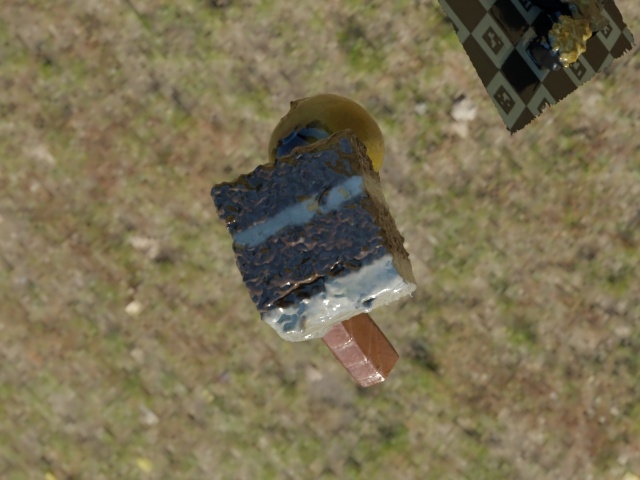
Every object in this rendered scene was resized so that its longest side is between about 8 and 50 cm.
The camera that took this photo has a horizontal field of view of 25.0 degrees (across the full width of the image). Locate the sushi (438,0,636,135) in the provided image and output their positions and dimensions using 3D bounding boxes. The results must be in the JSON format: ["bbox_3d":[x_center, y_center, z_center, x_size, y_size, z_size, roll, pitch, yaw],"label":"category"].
[{"bbox_3d":[0.218,-0.232,1.368,0.043,0.279,0.192,-28,92,43],"label":"sushi"}]

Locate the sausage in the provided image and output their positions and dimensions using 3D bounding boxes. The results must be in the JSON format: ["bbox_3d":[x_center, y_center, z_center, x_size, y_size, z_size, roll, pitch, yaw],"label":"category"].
[{"bbox_3d":[0.018,0.085,1.581,0.065,0.065,0.169,-4,133,45],"label":"sausage"}]

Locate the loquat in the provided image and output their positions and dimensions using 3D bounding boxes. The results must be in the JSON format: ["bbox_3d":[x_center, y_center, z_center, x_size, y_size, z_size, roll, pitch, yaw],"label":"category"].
[{"bbox_3d":[0.008,-0.111,1.836,0.163,0.137,0.163,1,99,10],"label":"loquat"}]

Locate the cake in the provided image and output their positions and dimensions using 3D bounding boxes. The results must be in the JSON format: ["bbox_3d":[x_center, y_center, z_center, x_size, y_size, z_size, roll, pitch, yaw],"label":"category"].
[{"bbox_3d":[0.000,0.000,1.207,0.147,0.135,0.134,66,-172,5],"label":"cake"}]
